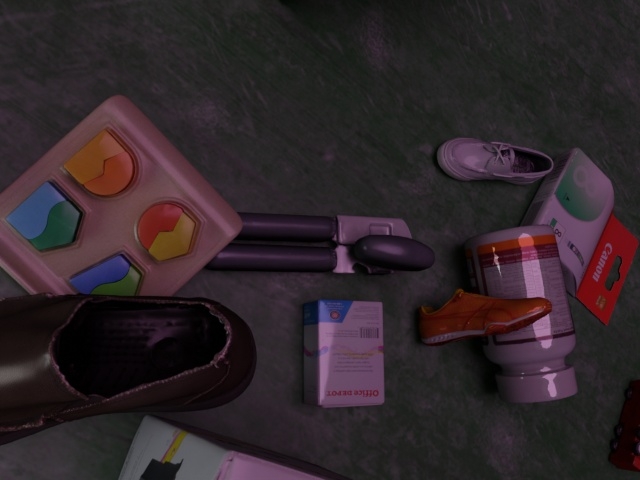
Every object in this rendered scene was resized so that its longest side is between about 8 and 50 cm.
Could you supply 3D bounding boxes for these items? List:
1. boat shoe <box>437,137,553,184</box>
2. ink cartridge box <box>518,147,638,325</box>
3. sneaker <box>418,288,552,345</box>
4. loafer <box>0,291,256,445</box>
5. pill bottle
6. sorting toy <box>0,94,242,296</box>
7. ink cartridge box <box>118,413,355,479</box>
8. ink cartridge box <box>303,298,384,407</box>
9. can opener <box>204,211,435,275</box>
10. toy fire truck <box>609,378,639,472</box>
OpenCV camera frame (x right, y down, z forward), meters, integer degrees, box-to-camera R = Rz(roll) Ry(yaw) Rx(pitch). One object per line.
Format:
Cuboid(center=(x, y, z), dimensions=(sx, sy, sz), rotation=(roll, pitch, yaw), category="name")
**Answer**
Cuboid(center=(0.257, -0.115, 0.889), dimensions=(0.184, 0.063, 0.066), rotation=(12, 75, -24), category="boat shoe")
Cuboid(center=(0.422, -0.004, 0.955), dimensions=(0.224, 0.056, 0.181), rotation=(39, 66, -13), category="ink cartridge box")
Cuboid(center=(0.197, 0.088, 0.763), dimensions=(0.064, 0.175, 0.067), rotation=(14, 65, -54), category="sneaker")
Cuboid(center=(-0.236, 0.094, 0.537), dimensions=(0.366, 0.130, 0.134), rotation=(-7, 66, -15), category="loafer")
Cuboid(center=(0.271, 0.096, 0.822), dimensions=(0.121, 0.121, 0.221), rotation=(-6, 83, -27), category="pill bottle")
Cuboid(center=(-0.214, -0.016, 0.628), dimensions=(0.208, 0.038, 0.193), rotation=(-44, 100, -9), category="sorting toy")
Cuboid(center=(-0.048, 0.253, 0.532), dimensions=(0.226, 0.306, 0.131), rotation=(25, 69, -20), category="ink cartridge box")
Cuboid(center=(0.027, 0.135, 0.735), dimensions=(0.088, 0.052, 0.122), rotation=(5, 77, -25), category="ink cartridge box")
Cuboid(center=(0.000, 0.000, 0.732), dimensions=(0.280, 0.093, 0.074), rotation=(2, 78, -20), category="can opener")
Cuboid(center=(0.511, 0.327, 0.936), dimensions=(0.135, 0.047, 0.192), rotation=(36, 66, -16), category="toy fire truck")
